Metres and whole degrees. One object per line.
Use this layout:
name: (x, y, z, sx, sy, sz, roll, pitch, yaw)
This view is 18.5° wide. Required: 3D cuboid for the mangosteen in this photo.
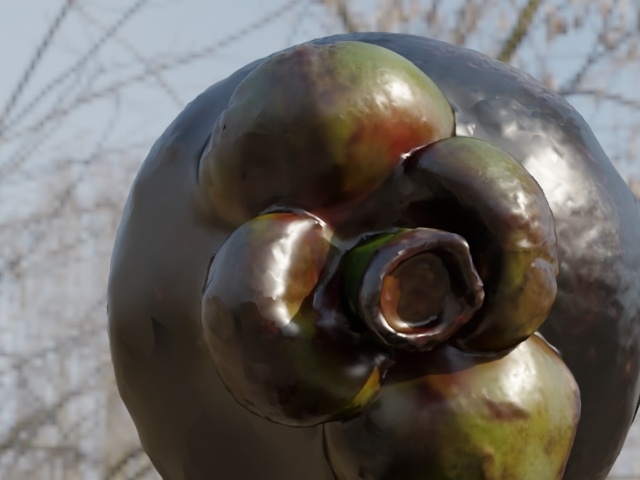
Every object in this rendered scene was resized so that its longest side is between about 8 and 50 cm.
mangosteen: (0.035, 0.033, 0.905, 0.233, 0.288, 0.287, 5, -17, -26)
